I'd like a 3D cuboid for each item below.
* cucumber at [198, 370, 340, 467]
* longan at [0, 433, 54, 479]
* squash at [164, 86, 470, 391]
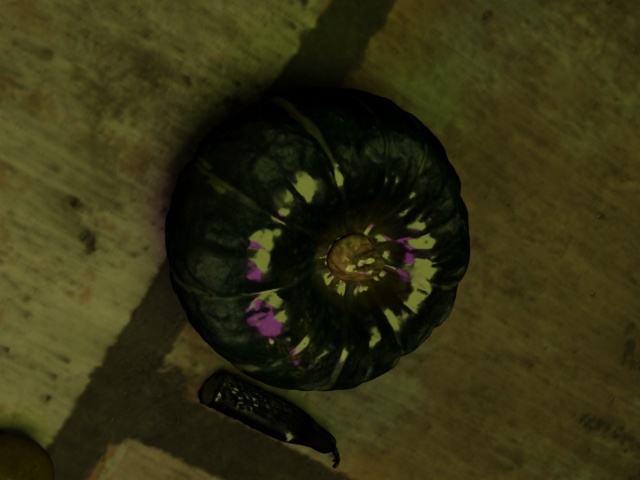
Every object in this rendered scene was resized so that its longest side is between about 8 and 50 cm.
[{"bbox_3d":[-0.035,0.164,1.375,0.163,0.039,0.043,28,120,-28],"label":"cucumber"},{"bbox_3d":[-0.263,0.198,1.281,0.083,0.075,0.075,-8,123,26],"label":"longan"},{"bbox_3d":[0.000,0.000,1.245,0.252,0.165,0.252,-7,112,-18],"label":"squash"}]
